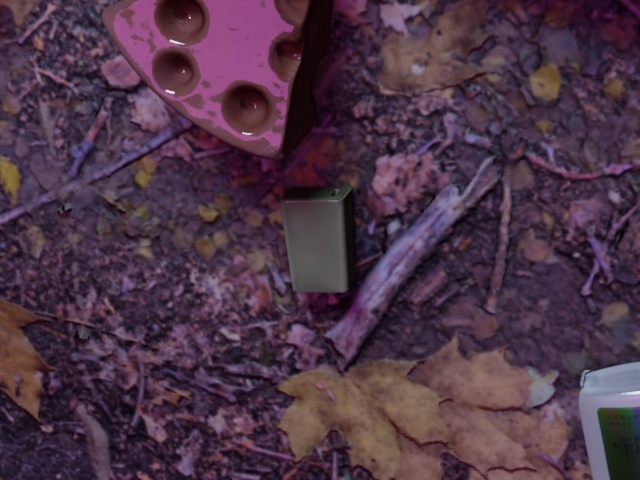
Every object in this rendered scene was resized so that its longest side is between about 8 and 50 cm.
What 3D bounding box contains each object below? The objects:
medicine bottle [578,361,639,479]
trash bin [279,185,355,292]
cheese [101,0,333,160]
[{"bbox_3d":[0.305,0.218,1.317,0.115,0.078,0.219,-9,103,16],"label":"medicine bottle"},{"bbox_3d":[0.000,0.000,1.355,0.061,0.043,0.092,-1,107,16],"label":"trash bin"},{"bbox_3d":[-0.053,-0.163,1.281,0.203,0.128,0.177,-19,102,16],"label":"cheese"}]
